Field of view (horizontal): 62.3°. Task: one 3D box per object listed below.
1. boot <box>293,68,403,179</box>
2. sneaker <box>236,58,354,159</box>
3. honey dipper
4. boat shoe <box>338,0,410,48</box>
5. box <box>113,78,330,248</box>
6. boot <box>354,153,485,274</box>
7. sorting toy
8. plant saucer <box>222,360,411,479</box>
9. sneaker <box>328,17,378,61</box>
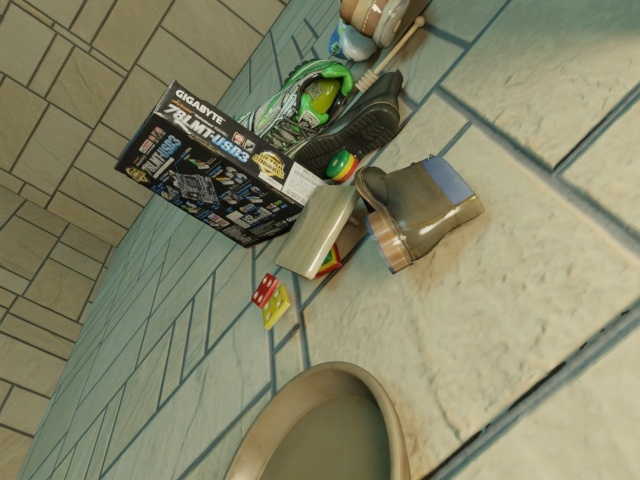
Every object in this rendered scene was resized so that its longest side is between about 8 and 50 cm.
[{"bbox_3d":[0.051,-0.182,0.847,0.197,0.077,0.137,-21,35,35],"label":"boot"},{"bbox_3d":[-0.073,-0.226,1.031,0.344,0.134,0.146,-51,25,-4],"label":"sneaker"},{"bbox_3d":[0.125,-0.324,0.929,0.161,0.030,0.030,-46,25,15],"label":"honey dipper"},{"bbox_3d":[0.099,-0.450,0.969,0.324,0.116,0.123,-76,10,-59],"label":"boat shoe"},{"bbox_3d":[-0.176,-0.105,0.898,0.295,0.293,0.073,-19,43,57],"label":"box"},{"bbox_3d":[0.102,-0.047,0.581,0.106,0.082,0.219,-27,26,11],"label":"boot"},{"bbox_3d":[0.000,0.000,0.725,0.275,0.046,0.132,-60,23,-8],"label":"sorting toy"},{"bbox_3d":[-0.019,0.240,0.459,0.278,0.041,0.278,-44,26,27],"label":"plant saucer"},{"bbox_3d":[0.067,-0.414,1.113,0.126,0.091,0.240,120,166,-46],"label":"sneaker"}]
